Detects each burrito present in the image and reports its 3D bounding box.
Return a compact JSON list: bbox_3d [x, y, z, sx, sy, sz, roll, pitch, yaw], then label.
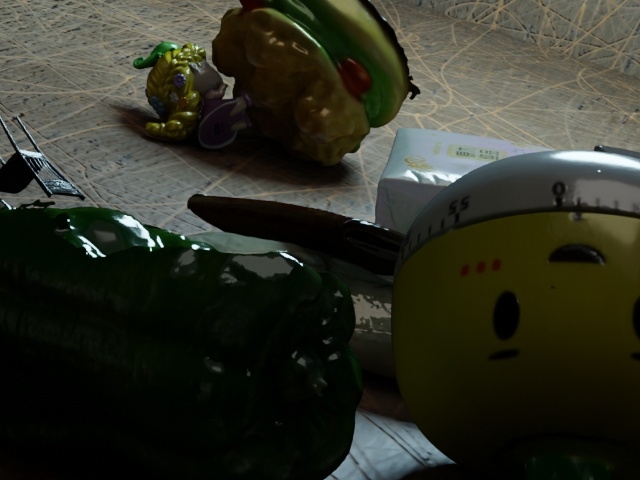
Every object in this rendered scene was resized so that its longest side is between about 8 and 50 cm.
[{"bbox_3d":[0.052,0.068,1.522,0.392,0.076,0.117,16,16,-6],"label":"burrito"}]

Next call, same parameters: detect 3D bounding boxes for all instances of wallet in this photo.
[{"bbox_3d":[0.000,0.000,1.609,0.137,0.031,0.255,24,-8,-33],"label":"wallet"}]

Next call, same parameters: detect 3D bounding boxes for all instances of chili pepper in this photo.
[{"bbox_3d":[-0.142,0.063,1.211,0.385,0.167,0.213,16,-4,41],"label":"chili pepper"}]

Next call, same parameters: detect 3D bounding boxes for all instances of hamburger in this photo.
[{"bbox_3d":[-0.024,-0.188,2.086,0.149,0.237,0.237,-42,47,-19],"label":"hamburger"}]

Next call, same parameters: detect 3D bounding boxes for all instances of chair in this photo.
[{"bbox_3d":[-0.200,-0.044,1.271,0.086,0.042,0.037,48,21,26],"label":"chair"}]

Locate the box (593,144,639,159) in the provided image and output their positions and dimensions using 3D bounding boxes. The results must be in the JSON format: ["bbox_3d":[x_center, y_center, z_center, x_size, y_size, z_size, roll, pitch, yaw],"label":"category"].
[{"bbox_3d":[0.368,0.030,1.778,0.252,0.188,0.153,6,14,-24],"label":"box"}]

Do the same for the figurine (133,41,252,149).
[{"bbox_3d":[-0.158,-0.161,2.051,0.115,0.094,0.156,-17,51,-27],"label":"figurine"}]

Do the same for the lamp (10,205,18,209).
[{"bbox_3d":[-0.254,-0.010,1.552,0.063,0.031,0.083,12,13,-20],"label":"lamp"}]

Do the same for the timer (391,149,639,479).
[{"bbox_3d":[0.175,0.102,1.321,0.285,0.285,0.285,16,16,-5],"label":"timer"}]

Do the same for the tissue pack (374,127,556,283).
[{"bbox_3d":[0.149,-0.023,1.808,0.185,0.124,0.225,7,15,4],"label":"tissue pack"}]
